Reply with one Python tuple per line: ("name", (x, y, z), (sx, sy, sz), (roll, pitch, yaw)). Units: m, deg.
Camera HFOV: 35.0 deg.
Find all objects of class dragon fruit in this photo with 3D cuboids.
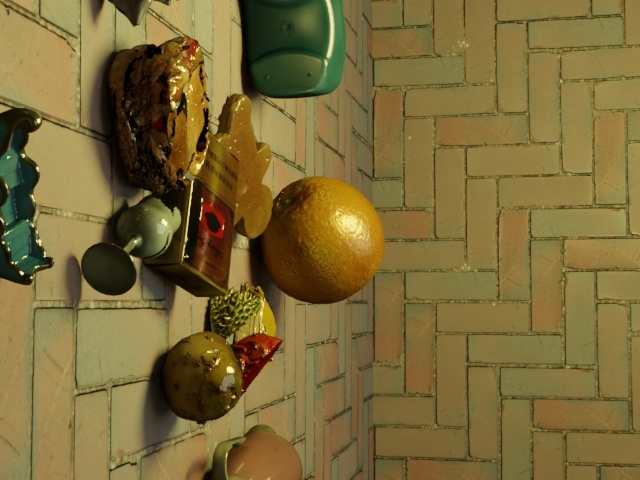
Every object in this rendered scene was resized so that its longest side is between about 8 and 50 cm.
("dragon fruit", (-0.144, 0.217, 1.814), (0.162, 0.083, 0.106), (-48, 171, -3))

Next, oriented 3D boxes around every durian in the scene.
("durian", (-0.158, 0.141, 1.837), (0.215, 0.086, 0.100), (-56, 158, -72))

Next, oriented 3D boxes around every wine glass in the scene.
("wine glass", (-0.251, 0.001, 1.379), (0.195, 0.079, 0.079), (-65, 152, -64))

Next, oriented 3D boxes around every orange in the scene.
("orange", (0.000, 0.000, 2.145), (0.274, 0.274, 0.274), (-1, 90, -78))

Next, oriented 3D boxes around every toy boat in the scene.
("toy boat", (-0.317, -0.048, 1.070), (0.075, 0.077, 0.185), (-55, 143, -69))

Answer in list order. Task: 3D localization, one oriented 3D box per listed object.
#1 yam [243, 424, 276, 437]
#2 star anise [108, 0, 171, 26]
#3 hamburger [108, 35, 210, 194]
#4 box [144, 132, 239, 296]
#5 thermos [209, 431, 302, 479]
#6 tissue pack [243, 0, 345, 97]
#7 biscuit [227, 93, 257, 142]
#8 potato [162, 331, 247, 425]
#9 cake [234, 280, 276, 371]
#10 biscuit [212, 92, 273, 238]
("yam", (-0.128, 0.407, 1.984), (0.169, 0.068, 0.068), (-35, 124, -84))
("star anise", (-0.250, -0.402, 1.372), (0.236, 0.093, 0.229), (-11, 99, -80))
("hamburger", (-0.225, -0.181, 1.462), (0.231, 0.107, 0.231), (-1, 90, -83))
("box", (-0.198, -0.047, 1.607), (0.159, 0.071, 0.240), (47, 43, -59))
("thermos", (-0.136, 0.425, 1.769), (0.265, 0.146, 0.176), (-15, 95, -75))
("tissue pack", (-0.048, -0.437, 2.081), (0.206, 0.198, 0.287), (-44, 130, -72))
("biscuit", (-0.149, -0.173, 1.973), (0.199, 0.041, 0.121), (75, 17, -47))
("potato", (-0.186, 0.212, 1.590), (0.176, 0.137, 0.137), (-155, -117, -79))
("cake", (-0.126, 0.163, 1.980), (0.185, 0.080, 0.116), (-62, 152, -58))
("biscuit", (-0.153, -0.114, 1.866), (0.197, 0.049, 0.301), (-60, 152, -26))
